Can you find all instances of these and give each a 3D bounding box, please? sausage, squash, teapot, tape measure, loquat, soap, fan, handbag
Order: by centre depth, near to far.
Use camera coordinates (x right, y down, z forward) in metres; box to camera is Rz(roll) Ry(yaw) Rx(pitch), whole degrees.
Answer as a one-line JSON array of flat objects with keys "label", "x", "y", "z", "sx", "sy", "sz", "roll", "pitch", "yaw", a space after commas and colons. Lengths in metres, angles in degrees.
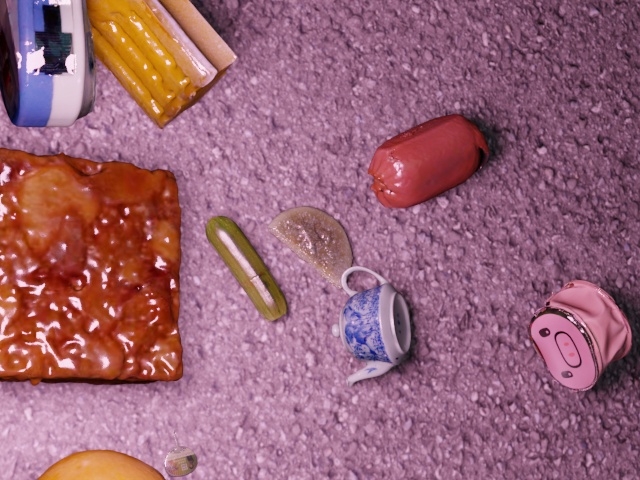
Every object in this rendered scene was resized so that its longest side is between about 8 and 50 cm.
[{"label": "loquat", "x": -0.355, "y": 0.467, "z": 1.628, "sx": 0.263, "sy": 0.263, "sz": 0.263, "roll": 6, "pitch": 75, "yaw": -22}, {"label": "tape measure", "x": -0.481, "y": -0.328, "z": 1.759, "sx": 0.138, "sy": 0.259, "sz": 0.262, "roll": -11, "pitch": 82, "yaw": -23}, {"label": "fan", "x": -0.248, "y": 0.388, "z": 1.827, "sx": 0.060, "sy": 0.003, "sz": 0.080, "roll": 19, "pitch": 71, "yaw": -18}, {"label": "soap", "x": -0.309, "y": -0.372, "z": 1.848, "sx": 0.143, "sy": 0.259, "sz": 0.281, "roll": -42, "pitch": 98, "yaw": -31}, {"label": "squash", "x": -0.140, "y": 0.050, "z": 1.922, "sx": 0.066, "sy": 0.066, "sz": 0.229, "roll": -35, "pitch": 93, "yaw": -26}, {"label": "teapot", "x": 0.089, "y": 0.163, "z": 1.958, "sx": 0.159, "sy": 0.159, "sz": 0.232, "roll": 0, "pitch": 79, "yaw": -23}, {"label": "sausage", "x": 0.224, "y": -0.164, "z": 2.080, "sx": 0.280, "sy": 0.152, "sz": 0.152, "roll": -24, "pitch": 88, "yaw": -25}, {"label": "handbag", "x": 0.538, "y": 0.197, "z": 2.113, "sx": 0.116, "sy": 0.179, "sz": 0.205, "roll": -30, "pitch": 91, "yaw": -33}]

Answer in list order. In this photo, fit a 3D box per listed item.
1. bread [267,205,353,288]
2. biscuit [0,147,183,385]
[{"label": "bread", "x": -0.001, "y": -0.005, "z": 2.009, "sx": 0.193, "sy": 0.036, "sz": 0.112, "roll": 41, "pitch": 64, "yaw": -9}, {"label": "biscuit", "x": -0.411, "y": 0.058, "z": 1.735, "sx": 0.343, "sy": 0.166, "sz": 0.395, "roll": 6, "pitch": 72, "yaw": -26}]
